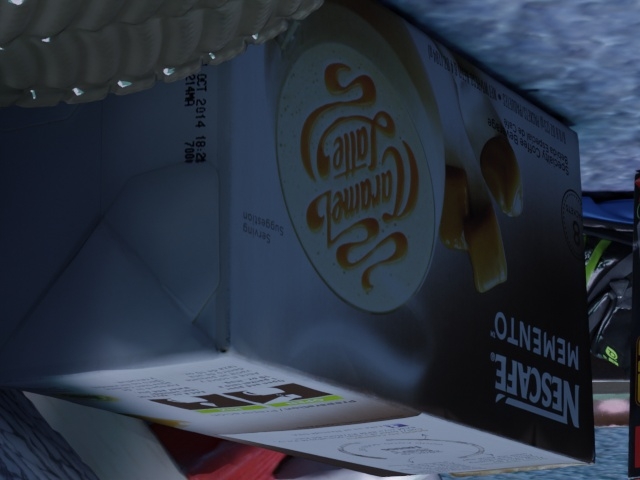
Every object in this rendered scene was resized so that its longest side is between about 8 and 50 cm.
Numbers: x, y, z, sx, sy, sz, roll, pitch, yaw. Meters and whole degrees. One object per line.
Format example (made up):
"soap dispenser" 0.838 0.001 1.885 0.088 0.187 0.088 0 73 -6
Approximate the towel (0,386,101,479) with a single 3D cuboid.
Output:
"towel" -0.191 0.043 0.578 0.121 0.283 0.235 -45 160 -4

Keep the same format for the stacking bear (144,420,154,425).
"stacking bear" -0.063 0.147 1.062 0.289 0.175 0.164 17 133 -21

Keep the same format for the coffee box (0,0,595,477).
"coffee box" 0.000 0.000 0.638 0.098 0.141 0.246 -9 161 31

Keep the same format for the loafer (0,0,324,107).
"loafer" -0.109 -0.082 0.449 0.268 0.092 0.102 -12 168 -17

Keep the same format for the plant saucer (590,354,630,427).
"plant saucer" 0.183 0.095 1.185 0.168 0.029 0.168 0 166 0

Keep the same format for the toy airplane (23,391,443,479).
"toy airplane" -0.093 0.174 0.824 0.386 0.384 0.272 14 -164 -15

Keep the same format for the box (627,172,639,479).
"box" 0.172 0.030 0.744 0.094 0.137 0.027 -14 153 40

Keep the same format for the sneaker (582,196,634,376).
"sneaker" 0.124 0.023 0.832 0.188 0.078 0.067 -3 164 14
